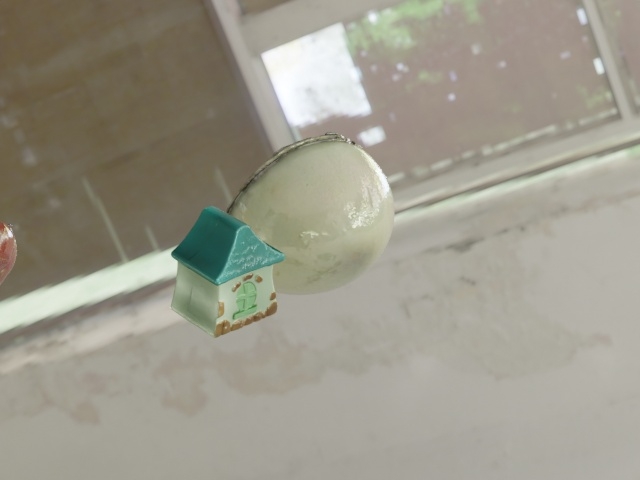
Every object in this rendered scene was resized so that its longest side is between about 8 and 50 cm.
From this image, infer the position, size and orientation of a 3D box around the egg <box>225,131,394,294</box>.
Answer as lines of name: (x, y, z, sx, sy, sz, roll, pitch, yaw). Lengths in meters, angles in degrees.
egg: (-0.003, -0.001, 2.047, 0.264, 0.174, 0.286, 0, 135, -37)

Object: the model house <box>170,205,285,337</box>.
model house: (-0.127, 0.036, 1.855, 0.100, 0.149, 0.127, 27, -146, 37)

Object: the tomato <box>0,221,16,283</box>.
tomato: (-0.606, 0.059, 2.298, 0.228, 0.101, 0.228, -28, 159, -12)
